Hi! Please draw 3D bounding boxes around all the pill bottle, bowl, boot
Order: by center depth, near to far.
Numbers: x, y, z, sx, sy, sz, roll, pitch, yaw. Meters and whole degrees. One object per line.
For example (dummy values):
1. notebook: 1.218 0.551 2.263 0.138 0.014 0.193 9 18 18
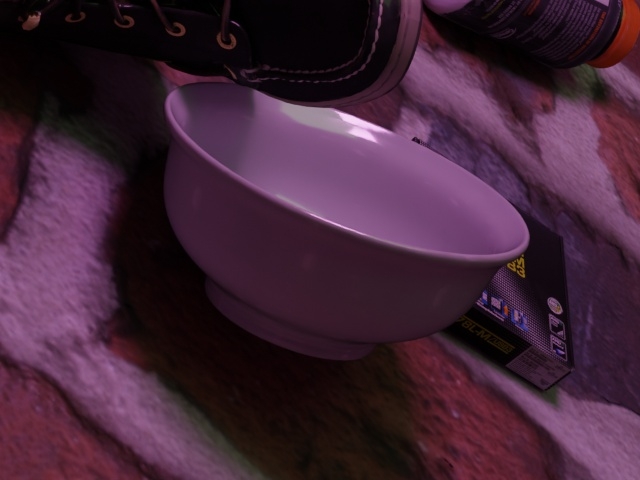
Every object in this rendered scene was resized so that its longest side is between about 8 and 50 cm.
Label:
1. boot: -0.137 -0.193 1.478 0.284 0.138 0.377 3 16 -43
2. bowl: 0.000 0.000 1.508 0.298 0.134 0.298 19 18 -6
3. pill bottle: 0.232 -0.262 2.114 0.246 0.130 0.130 20 41 -37

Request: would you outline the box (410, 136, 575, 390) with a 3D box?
1. box: 0.144 0.020 1.786 0.191 0.045 0.184 33 37 -23
